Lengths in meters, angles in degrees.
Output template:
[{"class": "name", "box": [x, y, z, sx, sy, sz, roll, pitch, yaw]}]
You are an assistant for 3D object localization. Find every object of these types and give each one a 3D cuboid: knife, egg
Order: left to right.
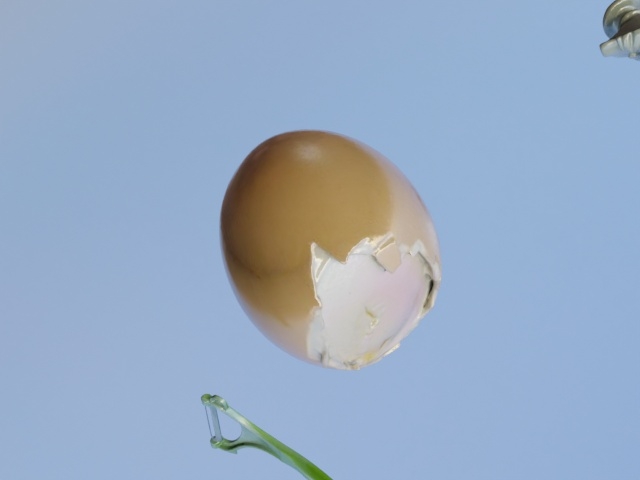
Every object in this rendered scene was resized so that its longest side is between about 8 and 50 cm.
[{"class": "knife", "box": [-0.022, 0.168, 1.153, 0.166, 0.078, 0.022, 29, -117, 26]}, {"class": "egg", "box": [0.000, 0.000, 0.579, 0.080, 0.080, 0.096, -44, -127, -1]}]

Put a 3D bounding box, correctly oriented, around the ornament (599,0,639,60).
[{"class": "ornament", "box": [0.202, -0.120, 0.921, 0.068, 0.041, 0.092, -10, -141, 14]}]
